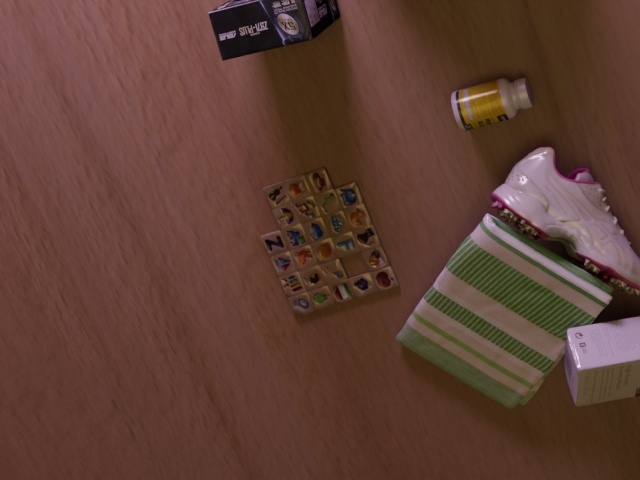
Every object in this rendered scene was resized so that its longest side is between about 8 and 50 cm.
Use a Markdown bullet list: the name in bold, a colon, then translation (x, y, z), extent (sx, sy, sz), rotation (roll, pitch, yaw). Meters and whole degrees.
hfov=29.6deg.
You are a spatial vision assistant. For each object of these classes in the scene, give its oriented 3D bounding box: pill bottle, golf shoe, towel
- **pill bottle**: translation (0.265, -0.213, 1.862), extent (0.116, 0.065, 0.065), rotation (-15, 107, 20)
- **golf shoe**: translation (0.417, -0.027, 1.871), extent (0.306, 0.115, 0.140), rotation (33, 86, -11)
- **towel**: translation (0.293, 0.123, 1.960), extent (0.248, 0.038, 0.324), rotation (31, 133, 2)

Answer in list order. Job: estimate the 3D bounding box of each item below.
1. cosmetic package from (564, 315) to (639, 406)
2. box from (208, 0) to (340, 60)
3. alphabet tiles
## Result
- **cosmetic package**: translation (0.502, 0.180, 1.889), extent (0.231, 0.085, 0.117), rotation (-10, 142, 1)
- **box**: translation (-0.066, -0.342, 1.835), extent (0.147, 0.180, 0.077), rotation (-10, 108, 18)
- **alphabet tiles**: translation (0.000, 0.000, 2.050), extent (0.198, 0.009, 0.237), rotation (-18, 105, 21)
